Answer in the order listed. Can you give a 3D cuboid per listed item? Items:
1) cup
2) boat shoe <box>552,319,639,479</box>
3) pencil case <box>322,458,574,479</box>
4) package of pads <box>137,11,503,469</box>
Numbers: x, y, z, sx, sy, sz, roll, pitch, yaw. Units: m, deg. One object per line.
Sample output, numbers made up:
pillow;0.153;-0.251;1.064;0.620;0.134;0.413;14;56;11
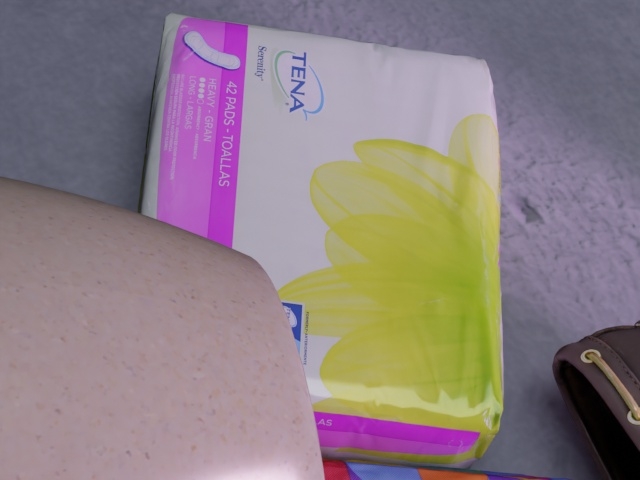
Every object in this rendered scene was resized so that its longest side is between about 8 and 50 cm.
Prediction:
cup;-0.130;0.109;0.713;0.237;0.331;0.331;-9;58;-13
boat shoe;0.224;0.189;0.900;0.097;0.116;0.324;-12;60;-7
pencil case;0.052;0.173;0.877;0.236;0.104;0.104;6;54;-7
package of pads;0.000;0.000;0.982;0.229;0.101;0.296;7;54;-8
